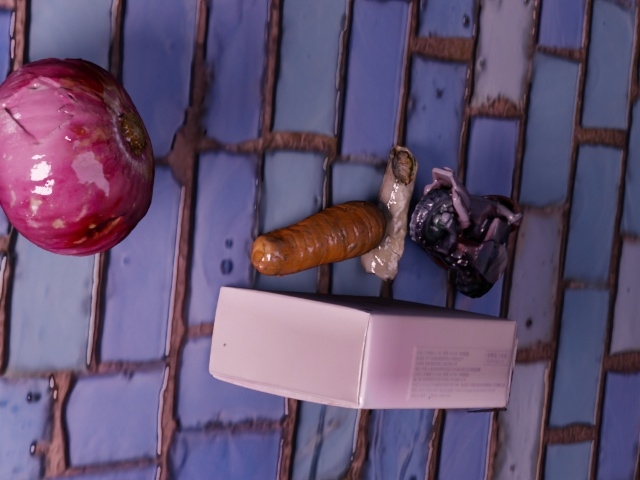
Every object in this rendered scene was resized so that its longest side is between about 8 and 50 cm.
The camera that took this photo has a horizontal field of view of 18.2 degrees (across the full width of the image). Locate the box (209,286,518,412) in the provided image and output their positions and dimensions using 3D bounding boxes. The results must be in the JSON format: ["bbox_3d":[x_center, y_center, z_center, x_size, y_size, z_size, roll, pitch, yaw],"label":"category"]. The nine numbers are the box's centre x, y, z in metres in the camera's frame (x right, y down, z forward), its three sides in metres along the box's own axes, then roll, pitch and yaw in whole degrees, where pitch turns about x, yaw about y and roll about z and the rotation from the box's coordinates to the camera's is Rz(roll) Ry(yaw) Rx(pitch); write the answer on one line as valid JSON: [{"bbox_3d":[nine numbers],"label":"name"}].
[{"bbox_3d":[0.046,0.112,2.036,0.252,0.203,0.106,4,94,-48],"label":"box"}]

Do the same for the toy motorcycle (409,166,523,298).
[{"bbox_3d":[0.166,-0.018,2.231,0.213,0.082,0.122,44,66,-56],"label":"toy motorcycle"}]

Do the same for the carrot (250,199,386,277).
[{"bbox_3d":[0.000,0.000,2.071,0.186,0.060,0.060,-20,112,-45],"label":"carrot"}]

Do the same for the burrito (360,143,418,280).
[{"bbox_3d":[0.078,-0.031,2.161,0.041,0.055,0.149,13,90,-18],"label":"burrito"}]

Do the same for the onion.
[{"bbox_3d":[-0.221,-0.072,1.743,0.177,0.153,0.177,14,70,-45],"label":"onion"}]
